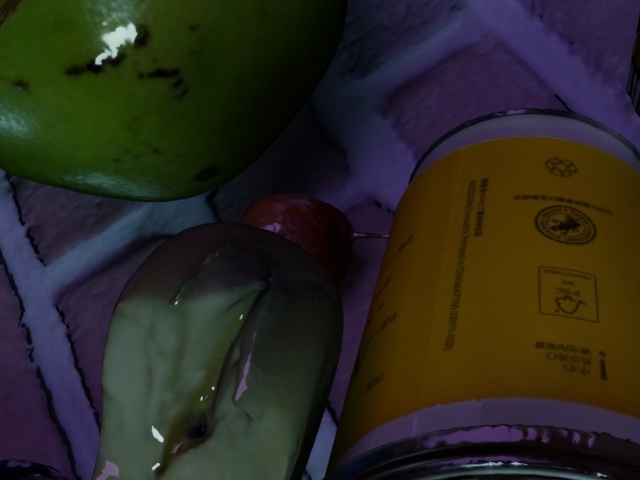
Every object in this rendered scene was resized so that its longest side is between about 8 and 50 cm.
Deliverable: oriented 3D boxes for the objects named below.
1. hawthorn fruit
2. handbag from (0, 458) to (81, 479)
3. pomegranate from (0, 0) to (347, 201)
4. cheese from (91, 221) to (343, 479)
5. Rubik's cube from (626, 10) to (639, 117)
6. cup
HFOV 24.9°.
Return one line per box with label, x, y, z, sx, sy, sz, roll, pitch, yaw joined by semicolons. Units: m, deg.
hawthorn fruit;0.000;0.000;0.839;0.103;0.067;0.066;-14;48;16
handbag;-0.159;0.197;0.709;0.208;0.126;0.229;11;40;36
pomegranate;-0.119;-0.141;0.939;0.358;0.216;0.309;-37;35;42
cheese;-0.048;0.078;0.606;0.091;0.202;0.175;16;42;3
Rubik's cube;0.223;-0.097;0.761;0.133;0.133;0.112;-21;74;12
cup;0.092;0.077;0.647;0.196;0.196;0.279;-13;39;19
